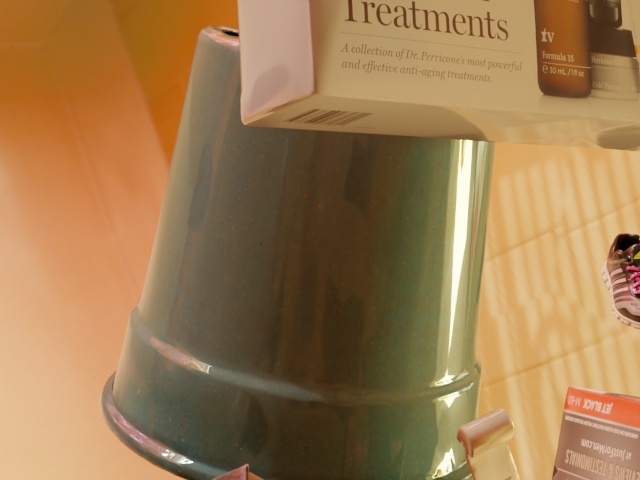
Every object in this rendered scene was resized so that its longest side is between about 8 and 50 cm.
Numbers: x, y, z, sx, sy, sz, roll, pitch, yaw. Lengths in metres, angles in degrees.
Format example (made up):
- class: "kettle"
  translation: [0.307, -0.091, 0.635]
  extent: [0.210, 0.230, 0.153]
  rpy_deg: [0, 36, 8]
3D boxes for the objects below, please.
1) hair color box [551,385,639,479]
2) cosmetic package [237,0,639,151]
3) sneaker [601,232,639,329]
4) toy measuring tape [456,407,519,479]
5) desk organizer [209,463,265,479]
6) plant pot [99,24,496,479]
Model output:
- class: "hair color box"
  translation: [0.179, 0.094, 0.447]
  extent: [0.167, 0.093, 0.053]
  rpy_deg: [10, -94, -16]
- class: "cosmetic package"
  translation: [0.119, -0.217, 0.871]
  extent: [0.377, 0.097, 0.284]
  rpy_deg: [0, -98, -34]
- class: "sneaker"
  translation: [0.381, 0.045, 1.496]
  extent: [0.063, 0.074, 0.170]
  rpy_deg: [0, -152, -4]
- class: "toy measuring tape"
  translation: [0.175, 0.278, 0.867]
  extent: [0.121, 0.121, 0.330]
  rpy_deg: [-38, -63, -47]
- class: "desk organizer"
  translation: [-0.035, 0.175, 0.568]
  extent: [0.050, 0.047, 0.130]
  rpy_deg: [38, -144, -39]
- class: "plant pot"
  translation: [0.000, 0.000, 1.060]
  extent: [0.341, 0.341, 0.334]
  rpy_deg: [-5, -71, -45]
